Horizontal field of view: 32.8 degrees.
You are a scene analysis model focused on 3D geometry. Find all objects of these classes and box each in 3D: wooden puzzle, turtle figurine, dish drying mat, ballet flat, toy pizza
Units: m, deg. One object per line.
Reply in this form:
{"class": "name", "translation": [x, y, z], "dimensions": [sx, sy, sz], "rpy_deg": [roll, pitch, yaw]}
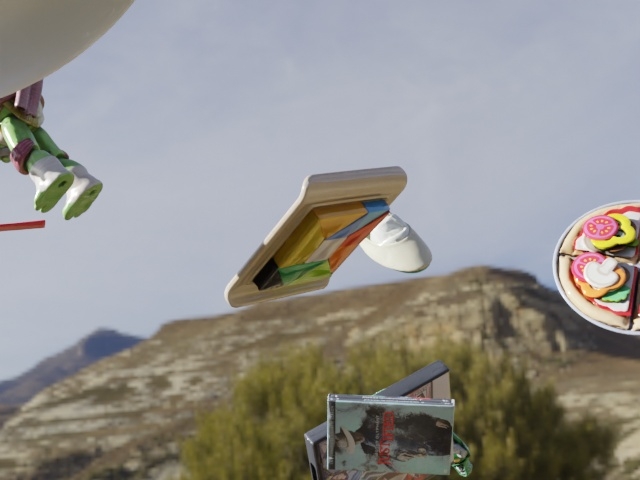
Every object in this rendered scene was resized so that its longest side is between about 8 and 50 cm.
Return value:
{"class": "wooden puzzle", "translation": [0.000, 0.000, 1.511], "dimensions": [0.221, 0.044, 0.238], "rpy_deg": [-9, -37, -48]}
{"class": "turtle figurine", "translation": [-0.455, -0.121, 1.505], "dimensions": [0.275, 0.266, 0.198], "rpy_deg": [-38, -16, -26]}
{"class": "dish drying mat", "translation": [-0.508, -0.025, 1.832], "dimensions": [0.083, 0.008, 0.032], "rpy_deg": [-5, -14, -19]}
{"class": "ballet flat", "translation": [0.093, -0.022, 1.836], "dimensions": [0.086, 0.086, 0.248], "rpy_deg": [3, 18, -37]}
{"class": "toy pizza", "translation": [0.377, 0.023, 1.283], "dimensions": [0.201, 0.201, 0.032], "rpy_deg": [-5, -39, 9]}

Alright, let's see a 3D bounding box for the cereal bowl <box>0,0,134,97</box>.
{"class": "cereal bowl", "translation": [-0.307, -0.282, 0.986], "dimensions": [0.339, 0.141, 0.339], "rpy_deg": [-35, -14, -10]}

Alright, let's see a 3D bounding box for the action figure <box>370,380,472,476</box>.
{"class": "action figure", "translation": [0.205, 0.364, 2.048], "dimensions": [0.232, 0.063, 0.137], "rpy_deg": [42, -31, -12]}

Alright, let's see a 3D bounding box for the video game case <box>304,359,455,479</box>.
{"class": "video game case", "translation": [0.109, 0.358, 1.859], "dimensions": [0.275, 0.248, 0.035], "rpy_deg": [-26, 42, -21]}

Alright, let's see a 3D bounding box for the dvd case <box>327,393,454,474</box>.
{"class": "dvd case", "translation": [0.066, 0.186, 1.038], "dimensions": [0.120, 0.087, 0.013], "rpy_deg": [3, 29, 4]}
